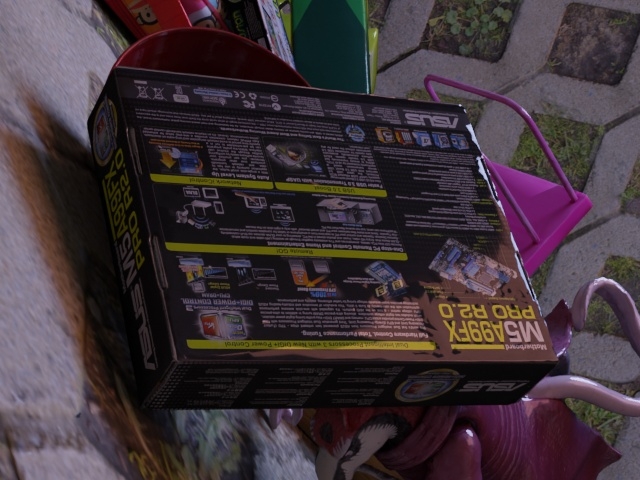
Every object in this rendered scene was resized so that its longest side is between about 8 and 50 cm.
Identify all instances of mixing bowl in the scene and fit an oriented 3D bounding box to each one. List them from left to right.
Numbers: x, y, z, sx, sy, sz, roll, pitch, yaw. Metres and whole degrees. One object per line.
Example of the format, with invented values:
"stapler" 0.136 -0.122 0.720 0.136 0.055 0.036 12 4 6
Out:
"mixing bowl" -0.085 -0.051 0.951 0.181 0.098 0.181 15 54 -22

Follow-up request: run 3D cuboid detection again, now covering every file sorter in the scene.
"file sorter" 0.115 -0.022 1.511 0.202 0.290 0.182 27 -20 54

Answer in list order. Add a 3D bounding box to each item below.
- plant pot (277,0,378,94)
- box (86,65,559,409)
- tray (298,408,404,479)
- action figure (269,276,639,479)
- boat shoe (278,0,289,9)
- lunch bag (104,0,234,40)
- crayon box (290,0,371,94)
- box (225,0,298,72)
"plant pot" -0.019 -0.332 2.213 0.228 0.227 0.207 89 -17 -66
"box" 0.000 0.000 0.853 0.270 0.060 0.216 2 55 -29
"tray" -0.019 0.074 1.207 0.411 0.076 0.203 55 9 -50
"action figure" 0.113 0.146 0.975 0.370 0.276 0.248 32 26 -57
"boat shoe" -0.127 -0.317 1.814 0.367 0.136 0.156 56 16 27
"lunch bag" -0.159 -0.283 1.429 0.293 0.120 0.258 53 17 -55
"crayon box" 0.014 -0.230 1.818 0.363 0.106 0.313 88 2 -70
"box" -0.078 -0.272 1.432 0.114 0.036 0.207 33 40 -74
